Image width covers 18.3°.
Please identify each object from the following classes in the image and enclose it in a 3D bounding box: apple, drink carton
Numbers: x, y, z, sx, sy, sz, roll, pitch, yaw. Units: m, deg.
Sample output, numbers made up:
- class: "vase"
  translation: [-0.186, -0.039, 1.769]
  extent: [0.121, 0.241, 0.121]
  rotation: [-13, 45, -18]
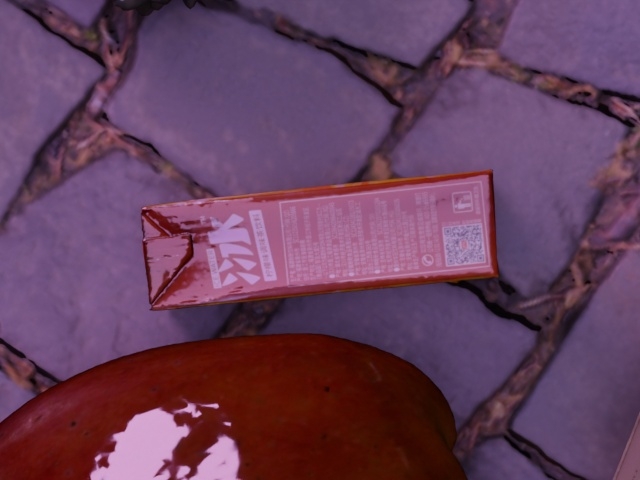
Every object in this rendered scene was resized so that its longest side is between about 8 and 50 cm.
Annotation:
- class: "apple"
  translation: [-0.055, 0.228, 1.228]
  extent: [0.365, 0.295, 0.329]
  rotation: [-29, 118, 10]
- class: "drink carton"
  translation: [0.000, 0.000, 1.272]
  extent: [0.223, 0.096, 0.071]
  rotation: [-5, 91, 1]

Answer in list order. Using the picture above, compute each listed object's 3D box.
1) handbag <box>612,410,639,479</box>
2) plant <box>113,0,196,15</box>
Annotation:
- class: "handbag"
  translation: [0.245, 0.194, 1.202]
  extent: [0.160, 0.237, 0.358]
  rotation: [20, 91, -1]
- class: "plant"
  translation: [-0.097, -0.234, 1.257]
  extent: [0.129, 0.132, 0.194]
  rotation: [21, 86, 4]
